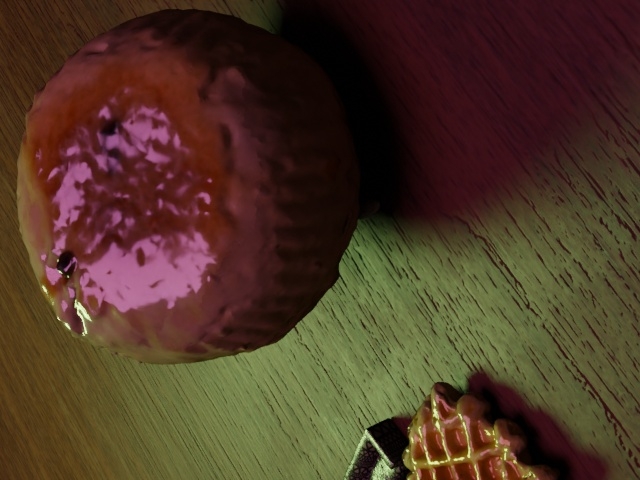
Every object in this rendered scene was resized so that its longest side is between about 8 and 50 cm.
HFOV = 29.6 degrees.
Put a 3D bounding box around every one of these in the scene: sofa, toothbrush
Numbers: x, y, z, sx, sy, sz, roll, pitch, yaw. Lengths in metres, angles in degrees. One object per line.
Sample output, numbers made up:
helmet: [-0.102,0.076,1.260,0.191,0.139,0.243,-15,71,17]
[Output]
sofa: [0.069,0.272,1.447,0.060,0.039,0.118,50,143,27]
toothbrush: [0.000,0.000,1.418,0.257,0.024,0.018,-34,78,58]

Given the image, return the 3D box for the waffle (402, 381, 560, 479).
waffle: [0.169,0.287,1.294,0.250,0.056,0.261,38,138,40]

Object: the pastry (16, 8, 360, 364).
pastry: [-0.135,-0.053,1.306,0.388,0.312,0.389,1,93,26]
